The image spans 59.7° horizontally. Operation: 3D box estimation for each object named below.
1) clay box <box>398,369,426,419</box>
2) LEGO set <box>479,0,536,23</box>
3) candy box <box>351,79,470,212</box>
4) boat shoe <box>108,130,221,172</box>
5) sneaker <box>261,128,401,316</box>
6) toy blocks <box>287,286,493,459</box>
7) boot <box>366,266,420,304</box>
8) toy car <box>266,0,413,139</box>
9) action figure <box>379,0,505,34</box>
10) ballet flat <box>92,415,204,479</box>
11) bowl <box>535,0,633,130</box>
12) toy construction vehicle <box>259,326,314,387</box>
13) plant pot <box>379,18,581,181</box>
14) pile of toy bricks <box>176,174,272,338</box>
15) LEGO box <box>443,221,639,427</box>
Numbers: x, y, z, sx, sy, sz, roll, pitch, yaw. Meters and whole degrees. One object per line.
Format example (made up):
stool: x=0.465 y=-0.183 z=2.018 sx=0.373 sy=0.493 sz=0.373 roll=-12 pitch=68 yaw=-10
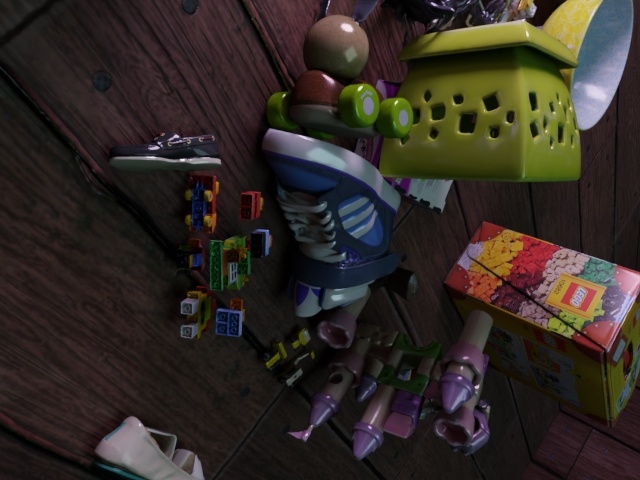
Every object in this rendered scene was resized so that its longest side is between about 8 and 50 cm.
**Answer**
clay box: x=0.210 y=0.345 z=1.287 sx=0.222 sy=0.053 sz=0.127 roll=22 pitch=92 yaw=-50
LEGO set: x=0.323 y=-0.403 z=0.973 sx=0.107 sy=0.132 sz=0.287 roll=42 pitch=54 yaw=-44
candy box: x=0.157 y=-0.154 z=0.958 sx=0.233 sy=0.071 sz=0.159 roll=19 pitch=92 yaw=-50
boat shoe: x=-0.177 y=-0.101 z=0.635 sx=0.133 sy=0.049 sz=0.042 roll=-9 pitch=87 yaw=-39
sneaker: x=0.000 y=0.000 z=0.812 sx=0.323 sy=0.130 sz=0.236 roll=24 pitch=86 yaw=-57
toy blocks: x=0.132 y=0.281 z=0.956 sx=0.260 sy=0.288 sz=0.309 roll=-54 pitch=146 yaw=-41
boot: x=0.126 y=0.090 z=1.013 sx=0.037 sy=0.114 sz=0.106 roll=-19 pitch=122 yaw=-41
toy car: x=0.030 y=-0.234 z=0.729 sx=0.149 sy=0.155 sz=0.188 roll=2 pitch=95 yaw=-49
action figure: x=0.166 y=-0.369 z=0.801 sx=0.275 sy=0.164 sz=0.141 roll=-6 pitch=123 yaw=-57
ballet flat: x=-0.213 y=0.321 z=0.784 sx=0.086 sy=0.086 sz=0.248 roll=-49 pitch=137 yaw=-20
bowl: x=0.525 y=-0.391 z=1.187 sx=0.289 sy=0.156 sz=0.289 roll=-25 pitch=127 yaw=-39
toy construction vehicle: x=-0.055 y=0.195 z=0.933 sx=0.098 sy=0.035 sz=0.086 roll=-41 pitch=124 yaw=-31
plant pot: x=0.240 y=-0.191 z=0.813 sx=0.227 sy=0.228 sz=0.207 roll=-6 pitch=102 yaw=-48
pile of toy bricks: x=-0.118 y=0.021 z=0.729 sx=0.105 sy=0.118 sz=0.212 roll=-42 pitch=136 yaw=-75
LEGO box: x=0.561 y=0.215 z=1.365 sx=0.193 sy=0.372 sz=0.500 roll=-54 pitch=140 yaw=-15
